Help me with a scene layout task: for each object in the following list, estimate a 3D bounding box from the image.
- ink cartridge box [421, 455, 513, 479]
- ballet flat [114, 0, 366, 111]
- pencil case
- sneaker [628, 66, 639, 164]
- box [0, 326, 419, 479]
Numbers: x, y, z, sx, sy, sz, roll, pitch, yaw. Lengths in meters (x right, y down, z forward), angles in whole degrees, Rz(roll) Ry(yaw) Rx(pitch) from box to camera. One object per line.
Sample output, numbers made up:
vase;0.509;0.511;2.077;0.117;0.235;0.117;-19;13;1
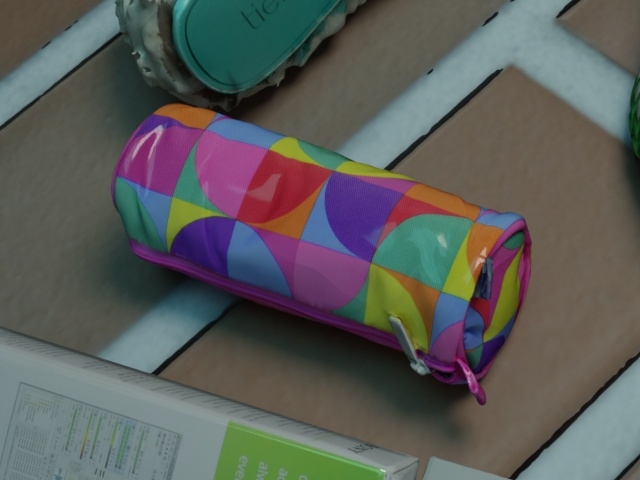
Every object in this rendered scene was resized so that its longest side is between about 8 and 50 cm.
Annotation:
ink cartridge box;0.083;0.206;0.499;0.127;0.128;0.176;14;65;19
ballet flat;0.026;-0.245;0.782;0.409;0.147;0.147;-39;60;-12
pencil case;0.000;0.000;0.657;0.236;0.104;0.104;21;66;24
sneaker;0.248;-0.158;0.667;0.134;0.146;0.344;5;62;15
box;-0.136;0.163;0.539;0.321;0.058;0.232;15;92;20
